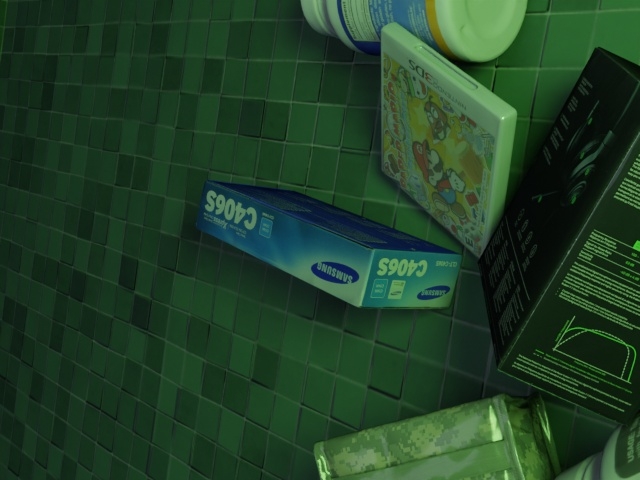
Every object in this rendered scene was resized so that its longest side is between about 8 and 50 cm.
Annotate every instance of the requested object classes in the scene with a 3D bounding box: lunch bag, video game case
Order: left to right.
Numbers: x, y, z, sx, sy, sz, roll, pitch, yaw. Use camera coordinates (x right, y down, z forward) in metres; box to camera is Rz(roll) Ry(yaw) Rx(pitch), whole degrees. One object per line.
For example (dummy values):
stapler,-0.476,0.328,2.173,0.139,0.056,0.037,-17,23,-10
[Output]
video game case,0.139,-0.111,1.039,0.206,0.026,0.227,46,155,35
lunch bag,0.145,0.329,0.954,0.235,0.169,0.287,-20,74,26

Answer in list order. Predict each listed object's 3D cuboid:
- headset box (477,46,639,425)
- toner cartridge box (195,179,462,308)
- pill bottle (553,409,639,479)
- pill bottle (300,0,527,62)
headset box,0.272,-0.025,0.820,0.246,0.131,0.283,-76,11,-69
toner cartridge box,0.000,0.000,1.178,0.347,0.165,0.075,23,105,46
pill bottle,0.365,0.201,0.727,0.361,0.204,0.204,-46,56,42
pill bottle,0.103,-0.302,1.099,0.272,0.152,0.152,17,100,47
